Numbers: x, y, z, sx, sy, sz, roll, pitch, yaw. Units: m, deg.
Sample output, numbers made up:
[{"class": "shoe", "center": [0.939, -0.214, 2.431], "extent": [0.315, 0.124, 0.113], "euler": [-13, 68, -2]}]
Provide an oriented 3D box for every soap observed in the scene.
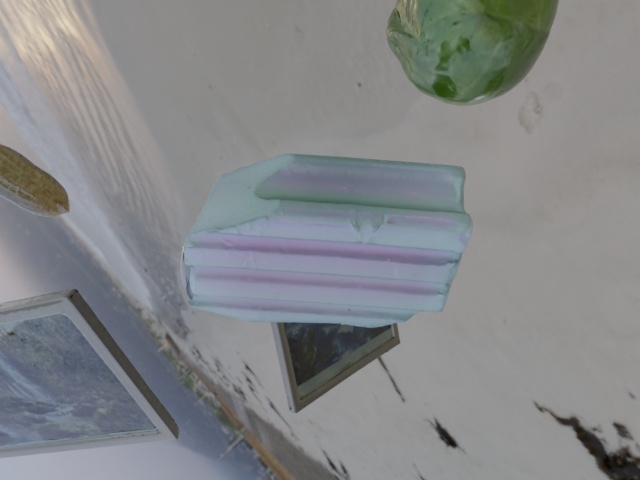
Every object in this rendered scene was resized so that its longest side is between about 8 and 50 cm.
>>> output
[{"class": "soap", "center": [0.000, 0.000, 0.499], "extent": [0.231, 0.091, 0.145], "euler": [5, 138, 0]}]

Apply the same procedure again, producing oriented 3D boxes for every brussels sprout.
[{"class": "brussels sprout", "center": [0.194, -0.295, 0.746], "extent": [0.244, 0.244, 0.244], "euler": [43, 161, 19]}]

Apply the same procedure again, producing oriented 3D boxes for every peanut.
[{"class": "peanut", "center": [-0.557, -0.106, 1.052], "extent": [0.093, 0.083, 0.194], "euler": [-21, 133, 31]}]

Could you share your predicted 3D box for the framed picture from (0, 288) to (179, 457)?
[{"class": "framed picture", "center": [-0.354, 0.171, 0.659], "extent": [0.324, 0.020, 0.240], "euler": [-10, 124, 16]}]

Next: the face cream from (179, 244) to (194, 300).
[{"class": "face cream", "center": [-0.142, 0.038, 0.750], "extent": [0.095, 0.091, 0.091], "euler": [-102, -14, -57]}]

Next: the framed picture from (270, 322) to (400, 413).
[{"class": "framed picture", "center": [0.032, 0.127, 0.987], "extent": [0.024, 0.315, 0.232], "euler": [-4, 101, 40]}]
